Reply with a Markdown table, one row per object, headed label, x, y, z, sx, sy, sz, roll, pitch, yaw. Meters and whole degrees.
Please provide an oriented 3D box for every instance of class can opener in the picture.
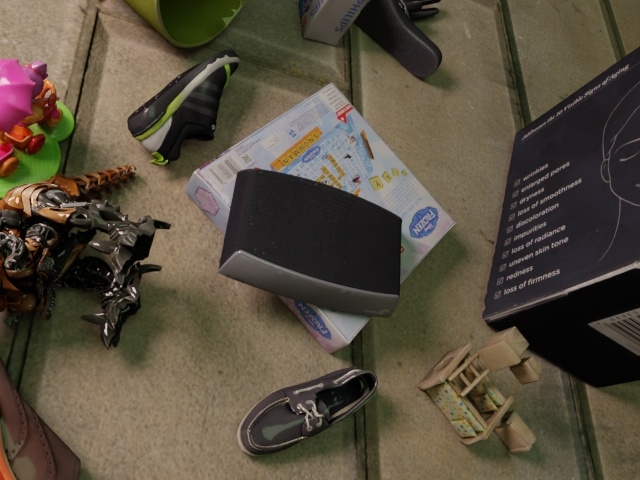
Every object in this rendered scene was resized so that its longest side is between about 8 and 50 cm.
| label | x | y | z | sx | sy | sz | roll | pitch | yaw |
| --- | --- | --- | --- | --- | --- | --- | --- | --- | --- |
| can opener | 0.196 | -0.488 | 1.201 | 0.073 | 0.059 | 0.186 | 38 | 39 | 25 |

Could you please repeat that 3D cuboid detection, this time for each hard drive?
| label | x | y | z | sx | sy | sz | roll | pitch | yaw |
| --- | --- | --- | --- | --- | --- | --- | --- | --- | --- |
| hard drive | 0.000 | 0.000 | 0.777 | 0.254 | 0.054 | 0.172 | 17 | 61 | -20 |

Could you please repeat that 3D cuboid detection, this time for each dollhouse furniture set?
| label | x | y | z | sx | sy | sz | roll | pitch | yaw |
| --- | --- | --- | --- | --- | --- | --- | --- | --- | --- |
| dollhouse furniture set | 0.262 | 0.242 | 0.821 | 0.101 | 0.161 | 0.182 | -36 | 86 | -36 |

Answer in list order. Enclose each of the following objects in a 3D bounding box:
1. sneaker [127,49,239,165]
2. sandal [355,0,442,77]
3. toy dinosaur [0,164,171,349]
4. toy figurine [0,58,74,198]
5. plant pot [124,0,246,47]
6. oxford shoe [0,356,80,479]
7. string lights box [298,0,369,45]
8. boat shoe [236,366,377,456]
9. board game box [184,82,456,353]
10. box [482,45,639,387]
| label | x | y | z | sx | sy | sz | roll | pitch | yaw |
| --- | --- | --- | --- | --- | --- | --- | --- | --- | --- |
| sneaker | -0.189 | -0.195 | 0.850 | 0.097 | 0.084 | 0.235 | 56 | 51 | -25 |
| sandal | 0.141 | -0.430 | 1.121 | 0.254 | 0.097 | 0.054 | 46 | 54 | -16 |
| toy dinosaur | -0.301 | -0.005 | 0.645 | 0.218 | 0.164 | 0.322 | 24 | 60 | 1 |
| toy figurine | -0.356 | -0.155 | 0.673 | 0.130 | 0.159 | 0.173 | 39 | 54 | -7 |
| plant pot | -0.264 | -0.485 | 0.840 | 0.293 | 0.275 | 0.275 | 34 | 54 | 7 |
| oxford shoe | -0.313 | 0.220 | 0.580 | 0.098 | 0.096 | 0.272 | 10 | 49 | -62 |
| string lights box | 0.015 | -0.515 | 1.062 | 0.076 | 0.133 | 0.260 | 6 | 64 | -28 |
| boat shoe | -0.012 | 0.216 | 0.743 | 0.206 | 0.065 | 0.075 | -16 | 76 | -33 |
| board game box | 0.016 | -0.050 | 0.883 | 0.318 | 0.066 | 0.318 | 49 | 55 | 0 |
| box | 0.564 | -0.065 | 0.937 | 0.297 | 0.480 | 0.472 | 30 | 57 | -16 |
